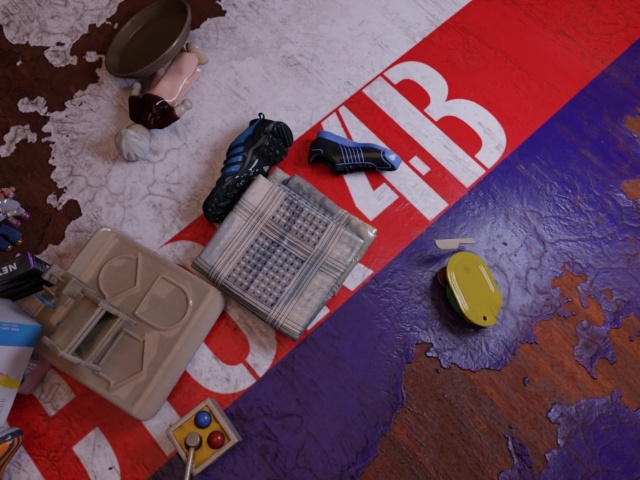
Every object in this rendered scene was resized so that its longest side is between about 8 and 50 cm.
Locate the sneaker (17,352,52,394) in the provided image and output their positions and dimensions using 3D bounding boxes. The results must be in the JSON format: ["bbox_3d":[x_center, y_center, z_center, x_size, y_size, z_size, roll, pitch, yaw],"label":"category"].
[{"bbox_3d":[-0.638,0.276,1.185,0.051,0.070,0.134,20,72,9],"label":"sneaker"}]

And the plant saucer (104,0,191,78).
[{"bbox_3d":[-0.453,-0.533,1.420,0.277,0.041,0.278,-13,57,21],"label":"plant saucer"}]

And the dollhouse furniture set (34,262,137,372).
[{"bbox_3d":[-0.514,0.163,1.125,0.183,0.129,0.129,26,73,30],"label":"dollhouse furniture set"}]

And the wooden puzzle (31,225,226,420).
[{"bbox_3d":[-0.438,0.181,1.215,0.347,0.080,0.322,30,75,5],"label":"wooden puzzle"}]

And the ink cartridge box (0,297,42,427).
[{"bbox_3d":[-0.723,0.244,1.089,0.171,0.168,0.233,19,88,35],"label":"ink cartridge box"}]

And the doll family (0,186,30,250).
[{"bbox_3d":[-0.778,-0.002,1.230,0.118,0.163,0.263,39,76,13],"label":"doll family"}]

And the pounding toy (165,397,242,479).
[{"bbox_3d":[-0.251,0.425,1.112,0.141,0.100,0.130,-37,74,-11],"label":"pounding toy"}]

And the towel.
[{"bbox_3d":[-0.083,0.017,1.225,0.312,0.056,0.324,35,77,12],"label":"towel"}]

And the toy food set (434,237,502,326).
[{"bbox_3d":[0.332,0.102,1.237,0.128,0.071,0.218,-11,72,-28],"label":"toy food set"}]

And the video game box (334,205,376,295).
[{"bbox_3d":[0.000,0.000,1.282,0.205,0.048,0.187,31,77,11],"label":"video game box"}]

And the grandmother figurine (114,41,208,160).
[{"bbox_3d":[-0.417,-0.357,1.387,0.207,0.104,0.342,17,73,35],"label":"grandmother figurine"}]

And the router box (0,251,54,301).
[{"bbox_3d":[-0.711,0.097,1.212,0.178,0.133,0.046,-23,73,-7],"label":"router box"}]

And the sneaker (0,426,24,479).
[{"bbox_3d":[-0.687,0.546,1.079,0.180,0.124,0.321,41,87,9],"label":"sneaker"}]

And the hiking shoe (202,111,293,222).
[{"bbox_3d":[-0.193,-0.175,1.330,0.132,0.113,0.304,31,79,42],"label":"hiking shoe"}]

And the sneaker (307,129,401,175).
[{"bbox_3d":[0.081,-0.199,1.334,0.232,0.081,0.091,18,75,14],"label":"sneaker"}]
